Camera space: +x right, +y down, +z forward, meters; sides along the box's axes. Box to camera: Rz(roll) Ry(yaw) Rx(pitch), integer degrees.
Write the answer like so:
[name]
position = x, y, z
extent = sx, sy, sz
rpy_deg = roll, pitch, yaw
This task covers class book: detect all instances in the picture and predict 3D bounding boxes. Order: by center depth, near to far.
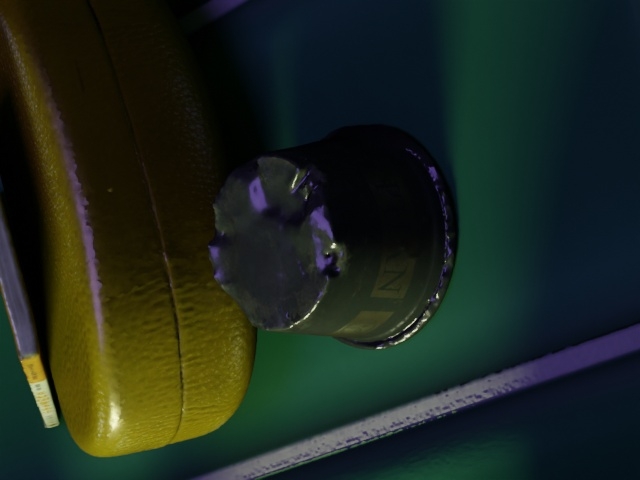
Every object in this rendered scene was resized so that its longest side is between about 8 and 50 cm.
[book]
position = -0.236, 0.020, 1.434
extent = 0.295, 0.020, 0.208
rpy_deg = 108, 145, -74

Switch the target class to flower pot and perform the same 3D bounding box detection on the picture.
[flower pot]
position = 0.000, 0.000, 1.268
extent = 0.157, 0.107, 0.157
rpy_deg = 4, 97, 42

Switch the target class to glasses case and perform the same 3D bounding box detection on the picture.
[glasses case]
position = -0.143, -0.037, 1.374
extent = 0.173, 0.141, 0.371
rpy_deg = 136, 120, -64
